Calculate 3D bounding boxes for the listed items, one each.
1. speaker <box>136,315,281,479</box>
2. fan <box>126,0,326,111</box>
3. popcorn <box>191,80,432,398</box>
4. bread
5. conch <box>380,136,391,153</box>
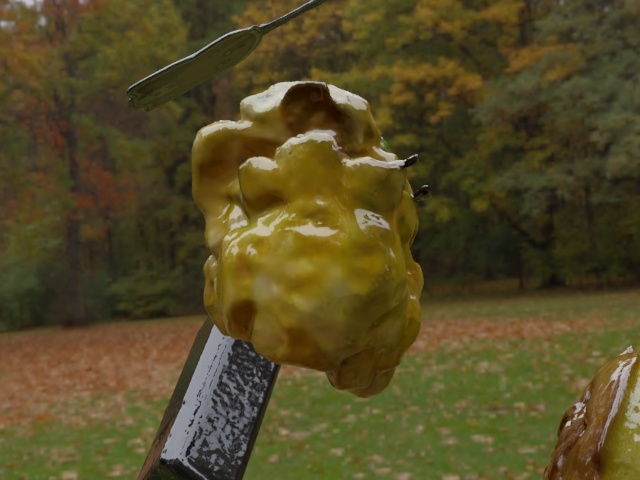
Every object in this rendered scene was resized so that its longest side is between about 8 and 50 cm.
[{"bbox_3d":[-0.127,0.266,1.485,0.184,0.388,0.180,26,-41,-10],"label":"speaker"},{"bbox_3d":[-0.075,-0.173,0.920,0.220,0.009,0.132,-29,0,1],"label":"fan"},{"bbox_3d":[-0.003,-0.003,0.850,0.191,0.254,0.190,6,2,18],"label":"popcorn"},{"bbox_3d":[0.281,0.231,0.956,0.148,0.270,0.270,21,5,16],"label":"bread"},{"bbox_3d":[0.067,-0.118,1.496,0.074,0.089,0.121,-21,-11,22],"label":"conch"}]
